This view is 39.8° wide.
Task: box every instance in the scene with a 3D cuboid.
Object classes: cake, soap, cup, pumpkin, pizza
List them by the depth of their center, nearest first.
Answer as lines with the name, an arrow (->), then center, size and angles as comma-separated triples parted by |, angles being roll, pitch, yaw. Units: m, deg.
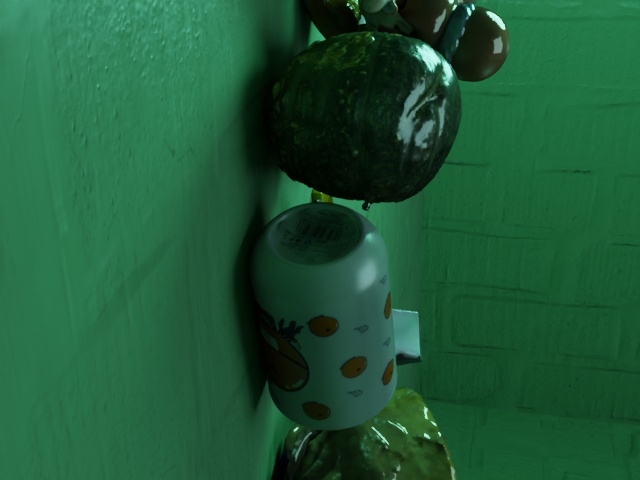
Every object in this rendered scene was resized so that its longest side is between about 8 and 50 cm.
pumpkin -> 0.061, -0.186, 1.320 | 0.328, 0.292, 0.257 | -16, 119, -68
cup -> 0.007, 0.107, 1.348 | 0.212, 0.213, 0.317 | -73, 162, -47
pizza -> 0.029, -0.490, 1.545 | 0.189, 0.071, 0.296 | 35, 60, -55
cake -> 0.060, 0.453, 1.621 | 0.332, 0.321, 0.332 | 169, -90, -76
soap -> 0.132, 0.233, 2.068 | 0.324, 0.193, 0.109 | 144, -49, -69

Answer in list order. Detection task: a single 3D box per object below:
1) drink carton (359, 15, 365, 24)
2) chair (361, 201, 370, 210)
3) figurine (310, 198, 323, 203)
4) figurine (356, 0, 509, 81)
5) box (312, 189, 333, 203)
drink carton -> 0.067, -0.456, 1.736 | 0.074, 0.084, 0.199 | -34, 129, -63
chair -> 0.110, -0.189, 1.828 | 0.229, 0.113, 0.106 | -50, 153, -27
figurine -> 0.000, 0.000, 1.491 | 0.138, 0.125, 0.125 | 31, 64, -66
figurine -> 0.131, -0.427, 1.433 | 0.388, 0.248, 0.276 | 46, 27, -53
box -> 0.007, -0.061, 1.754 | 0.086, 0.023, 0.155 | -77, 166, -46
